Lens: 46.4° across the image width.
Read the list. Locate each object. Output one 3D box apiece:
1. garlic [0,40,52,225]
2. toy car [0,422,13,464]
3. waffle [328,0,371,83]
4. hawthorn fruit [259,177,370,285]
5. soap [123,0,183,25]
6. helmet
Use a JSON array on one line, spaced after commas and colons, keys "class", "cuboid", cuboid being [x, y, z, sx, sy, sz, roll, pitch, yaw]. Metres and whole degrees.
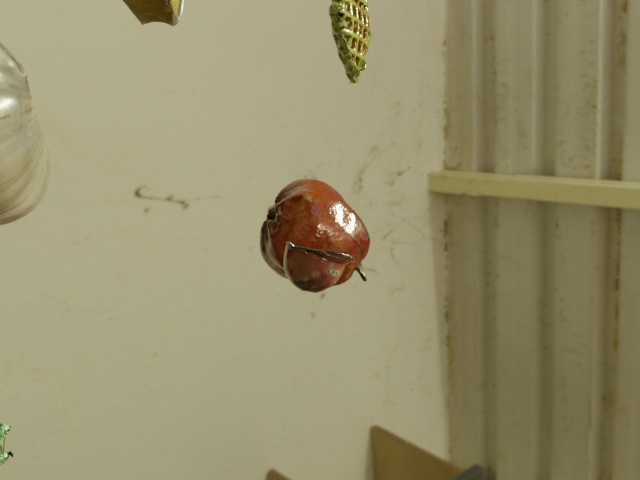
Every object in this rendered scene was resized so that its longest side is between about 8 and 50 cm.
[{"class": "garlic", "cuboid": [-0.546, -0.165, 1.095, 0.317, 0.259, 0.318, 165, -90, -69]}, {"class": "toy car", "cuboid": [-0.507, 0.294, 1.102, 0.093, 0.058, 0.186, 35, -41, 4]}, {"class": "waffle", "cuboid": [0.063, -0.436, 1.507, 0.054, 0.208, 0.214, 1, -44, 20]}, {"class": "hawthorn fruit", "cuboid": [0.000, 0.000, 1.614, 0.260, 0.224, 0.224, 30, -45, -9]}, {"class": "soap", "cuboid": [-0.348, -0.610, 1.475, 0.143, 0.259, 0.281, -3, -111, 13]}, {"class": "helmet", "cuboid": [-0.006, 0.033, 0.810, 0.084, 0.065, 0.049, 9, -99, 47]}]
